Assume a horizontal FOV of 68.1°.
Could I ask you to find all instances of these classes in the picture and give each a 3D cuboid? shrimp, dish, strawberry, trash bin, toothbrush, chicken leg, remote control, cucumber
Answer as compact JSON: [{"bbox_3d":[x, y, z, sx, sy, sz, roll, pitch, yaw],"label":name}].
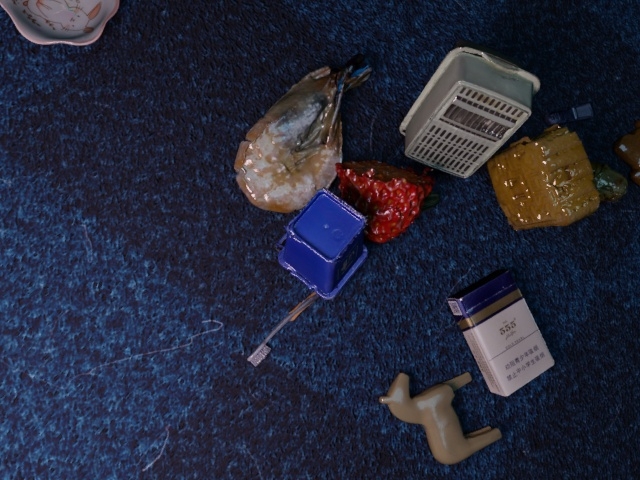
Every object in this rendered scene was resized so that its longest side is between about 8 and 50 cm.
[{"bbox_3d":[-0.017,-0.254,1.091,0.221,0.110,0.446,38,78,-12],"label":"shrimp"},{"bbox_3d":[-0.548,-0.498,1.003,0.229,0.081,0.229,3,81,-17],"label":"dish"},{"bbox_3d":[0.138,-0.091,1.083,0.234,0.234,0.178,4,111,-13],"label":"strawberry"},{"bbox_3d":[0.000,0.000,0.978,0.184,0.234,0.162,37,75,10],"label":"trash bin"},{"bbox_3d":[-0.043,0.152,1.061,0.031,0.023,0.321,46,75,-11],"label":"toothbrush"},{"bbox_3d":[0.718,-0.172,1.267,0.227,0.088,0.103,28,89,-12],"label":"chicken leg"},{"bbox_3d":[0.692,-0.348,1.317,0.152,0.027,0.043,-15,81,-18],"label":"remote control"},{"bbox_3d":[0.247,-0.091,1.158,0.105,0.048,0.048,-18,87,-18],"label":"cucumber"}]

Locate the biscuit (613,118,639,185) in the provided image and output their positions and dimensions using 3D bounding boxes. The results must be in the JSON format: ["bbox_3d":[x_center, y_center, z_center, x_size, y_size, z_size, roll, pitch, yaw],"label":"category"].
[{"bbox_3d":[0.991,-0.215,1.362,0.278,0.043,0.301,-17,86,-16],"label":"biscuit"}]

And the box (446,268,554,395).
[{"bbox_3d":[0.434,0.218,1.145,0.168,0.071,0.259,-25,88,-16],"label":"box"}]

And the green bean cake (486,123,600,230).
[{"bbox_3d":[0.524,-0.142,1.143,0.131,0.229,0.224,-23,92,-15],"label":"green bean cake"}]

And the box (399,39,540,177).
[{"bbox_3d":[0.329,-0.295,1.086,0.220,0.290,0.166,18,58,-11],"label":"box"}]

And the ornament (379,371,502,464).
[{"bbox_3d":[0.268,0.393,1.083,0.244,0.061,0.230,-18,85,-19],"label":"ornament"}]
